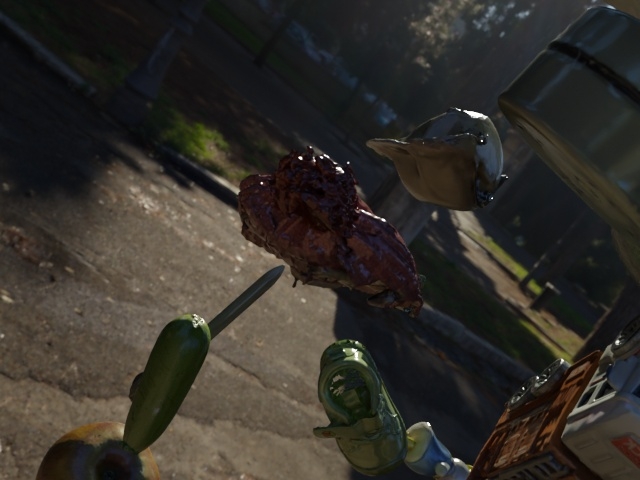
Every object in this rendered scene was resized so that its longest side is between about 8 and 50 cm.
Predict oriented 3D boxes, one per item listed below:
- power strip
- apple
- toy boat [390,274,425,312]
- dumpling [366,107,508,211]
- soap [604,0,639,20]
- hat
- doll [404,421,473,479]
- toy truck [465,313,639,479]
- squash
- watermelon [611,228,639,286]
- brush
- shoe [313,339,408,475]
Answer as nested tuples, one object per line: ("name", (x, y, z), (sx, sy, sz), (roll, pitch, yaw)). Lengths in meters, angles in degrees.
("power strip", (0.386, -0.125, 0.890), (0.357, 0.161, 0.357), (42, 13, -12))
("apple", (-0.389, 0.425, 1.249), (0.211, 0.188, 0.211), (22, 50, -29))
("toy boat", (0.181, 0.109, 1.542), (0.071, 0.089, 0.185), (19, -24, 7))
("dumpling", (0.199, -0.116, 1.163), (0.293, 0.205, 0.163), (2, 70, -73))
("soap", (0.577, -0.538, 1.145), (0.213, 0.350, 0.435), (37, 6, 17))
("hat", (0.000, 0.000, 0.719), (0.237, 0.107, 0.286), (22, -16, 11))
("doll", (0.244, 0.464, 1.477), (0.241, 0.098, 0.135), (47, -35, -16))
("toy truck", (0.352, 0.261, 0.914), (0.173, 0.387, 0.207), (42, 58, 9))
("squash", (-0.199, 0.183, 0.896), (0.066, 0.201, 0.066), (28, 8, -4))
("watermelon", (0.735, 0.034, 1.403), (0.250, 0.292, 0.283), (-15, 61, -42))
("brush", (-0.167, 0.134, 1.050), (0.039, 0.299, 0.042), (49, -4, -36))
("shoe", (0.062, 0.316, 1.314), (0.128, 0.140, 0.262), (-10, 82, -70))
